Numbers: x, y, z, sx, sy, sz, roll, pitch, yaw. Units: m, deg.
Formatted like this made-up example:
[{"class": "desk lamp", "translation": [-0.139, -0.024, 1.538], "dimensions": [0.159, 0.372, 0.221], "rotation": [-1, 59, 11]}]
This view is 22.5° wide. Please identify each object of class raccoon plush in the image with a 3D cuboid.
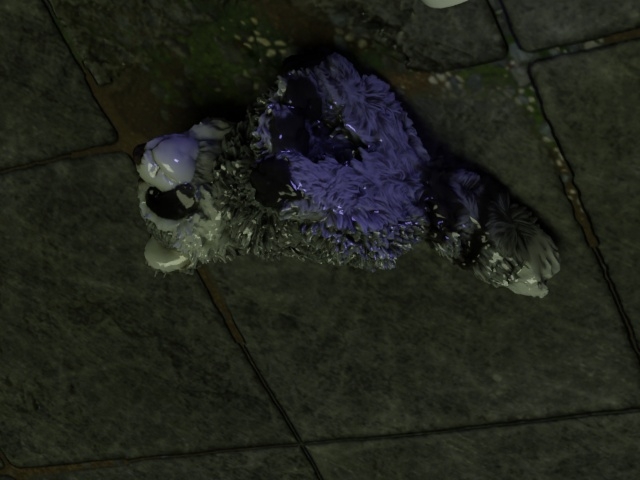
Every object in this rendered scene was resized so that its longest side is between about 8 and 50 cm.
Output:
[{"class": "raccoon plush", "translation": [0.000, 0.000, 1.784], "dimensions": [0.446, 0.216, 0.299], "rotation": [40, 140, -13]}]

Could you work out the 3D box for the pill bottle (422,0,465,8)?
[{"class": "pill bottle", "translation": [0.047, -0.411, 1.383], "dimensions": [0.229, 0.229, 0.408], "rotation": [-22, 117, 35]}]
